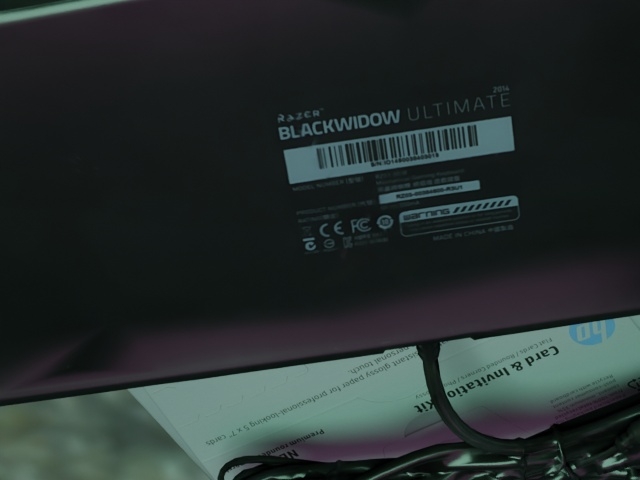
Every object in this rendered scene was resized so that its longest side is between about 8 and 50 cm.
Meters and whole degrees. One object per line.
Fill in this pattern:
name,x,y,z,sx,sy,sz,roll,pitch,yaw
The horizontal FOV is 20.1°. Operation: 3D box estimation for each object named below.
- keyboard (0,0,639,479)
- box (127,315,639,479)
keyboard,0.024,0.003,0.472,0.317,0.033,0.201,-8,124,3
box,0.000,0.000,0.512,0.145,0.038,0.186,-25,127,17
